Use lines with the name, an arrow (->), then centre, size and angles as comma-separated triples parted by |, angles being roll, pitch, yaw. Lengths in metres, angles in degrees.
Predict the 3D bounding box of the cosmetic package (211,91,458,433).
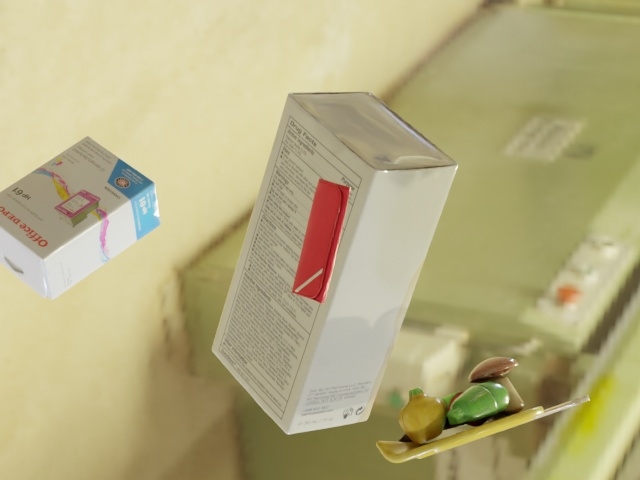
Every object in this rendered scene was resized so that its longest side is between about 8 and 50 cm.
cosmetic package -> 0.008, 0.022, 1.733 | 0.113, 0.160, 0.309 | -4, 125, -38

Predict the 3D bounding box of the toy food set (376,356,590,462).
toy food set -> 0.145, 0.161, 1.695 | 0.218, 0.128, 0.071 | -11, 79, -42

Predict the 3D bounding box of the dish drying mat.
dish drying mat -> 0.000, 0.000, 1.204 | 0.008, 0.032, 0.083 | 7, 98, -44

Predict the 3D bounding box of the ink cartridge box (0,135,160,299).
ink cartridge box -> -0.207, -0.019, 1.419 | 0.122, 0.088, 0.052 | -38, 145, -29
